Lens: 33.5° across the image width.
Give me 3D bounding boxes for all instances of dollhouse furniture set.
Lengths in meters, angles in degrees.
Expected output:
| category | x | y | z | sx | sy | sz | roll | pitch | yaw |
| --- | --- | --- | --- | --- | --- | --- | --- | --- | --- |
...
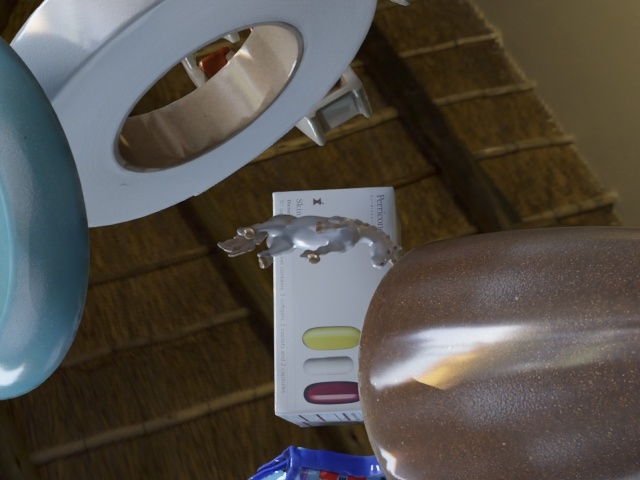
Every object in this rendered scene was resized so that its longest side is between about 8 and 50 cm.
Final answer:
| category | x | y | z | sx | sy | sz | roll | pitch | yaw |
| --- | --- | --- | --- | --- | --- | --- | --- | --- | --- |
| dollhouse furniture set | -0.037 | -0.247 | 1.252 | 0.262 | 0.135 | 0.259 | -32 | -44 | -6 |

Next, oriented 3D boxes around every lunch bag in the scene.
| category | x | y | z | sx | sy | sz | roll | pitch | yaw |
| --- | --- | --- | --- | --- | --- | --- | --- | --- | --- |
| lunch bag | 0.012 | 0.360 | 1.399 | 0.221 | 0.293 | 0.138 | 15 | -132 | -22 |

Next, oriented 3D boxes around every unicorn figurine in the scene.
| category | x | y | z | sx | sy | sz | roll | pitch | yaw |
| --- | --- | --- | --- | --- | --- | --- | --- | --- | --- |
| unicorn figurine | 0.000 | 0.000 | 0.954 | 0.162 | 0.111 | 0.060 | 18 | -76 | 19 |

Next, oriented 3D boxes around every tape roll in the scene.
| category | x | y | z | sx | sy | sz | roll | pitch | yaw |
| --- | --- | --- | --- | --- | --- | --- | --- | --- | --- |
| tape roll | -0.120 | -0.155 | 0.992 | 0.392 | 0.392 | 0.072 | -32 | -106 | -15 |

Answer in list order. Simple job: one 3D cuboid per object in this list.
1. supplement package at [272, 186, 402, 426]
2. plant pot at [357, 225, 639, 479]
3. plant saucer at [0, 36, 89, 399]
| category | x | y | z | sx | sy | sz | roll | pitch | yaw |
| --- | --- | --- | --- | --- | --- | --- | --- | --- | --- |
| supplement package | 0.029 | 0.088 | 1.296 | 0.145 | 0.204 | 0.261 | -3 | -104 | 6 |
| plant pot | 0.178 | 0.078 | 0.663 | 0.215 | 0.230 | 0.215 | 13 | -111 | -36 |
| plant saucer | -0.304 | -0.022 | 0.813 | 0.044 | 0.318 | 0.317 | -23 | -76 | -52 |
